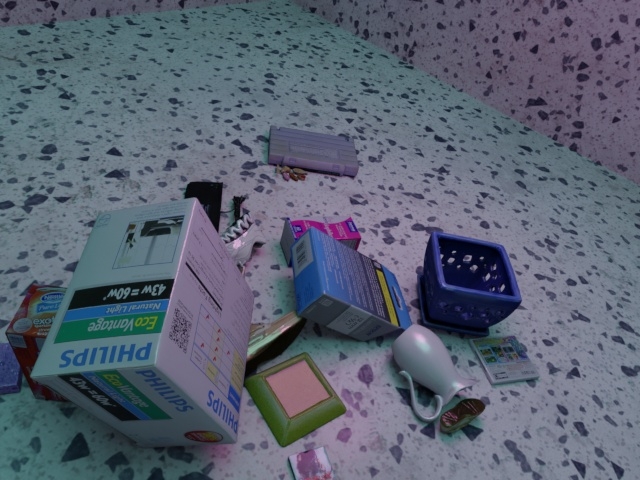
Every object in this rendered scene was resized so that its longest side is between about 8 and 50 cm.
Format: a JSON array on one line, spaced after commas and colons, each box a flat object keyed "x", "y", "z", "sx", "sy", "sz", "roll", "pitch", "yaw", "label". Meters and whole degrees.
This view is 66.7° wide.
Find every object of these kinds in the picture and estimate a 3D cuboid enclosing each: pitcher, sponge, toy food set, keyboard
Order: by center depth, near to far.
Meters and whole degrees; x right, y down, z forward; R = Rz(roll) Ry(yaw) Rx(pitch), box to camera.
[{"x": -0.750, "y": 0.279, "z": 1.029, "sx": 0.209, "sy": 0.031, "sz": 0.117, "roll": -4, "pitch": 44, "yaw": -20, "label": "sponge"}, {"x": 0.261, "y": 0.332, "z": 1.233, "sx": 0.177, "sy": 0.125, "sz": 0.207, "roll": -34, "pitch": 71, "yaw": -24, "label": "pitcher"}, {"x": -0.343, "y": -0.086, "z": 1.564, "sx": 0.201, "sy": 0.033, "sz": 0.317, "roll": 2, "pitch": 44, "yaw": -8, "label": "keyboard"}, {"x": -0.108, "y": -0.247, "z": 1.826, "sx": 0.122, "sy": 0.019, "sz": 0.078, "roll": 14, "pitch": 41, "yaw": -14, "label": "toy food set"}]

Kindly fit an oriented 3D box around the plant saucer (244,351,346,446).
[{"x": -0.057, "y": 0.356, "z": 1.149, "sx": 0.188, "sy": 0.045, "sz": 0.188, "roll": -18, "pitch": 51, "yaw": -32, "label": "plant saucer"}]

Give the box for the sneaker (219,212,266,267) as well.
[{"x": -0.267, "y": 0.041, "z": 1.394, "sx": 0.118, "sy": 0.110, "sz": 0.292, "roll": 51, "pitch": 55, "yaw": -10, "label": "sneaker"}]

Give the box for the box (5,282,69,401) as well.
[{"x": -0.521, "y": 0.218, "z": 0.995, "sx": 0.128, "sy": 0.257, "sz": 0.123, "roll": 9, "pitch": 44, "yaw": -6, "label": "box"}]

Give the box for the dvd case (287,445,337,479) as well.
[{"x": -0.011, "y": 0.502, "z": 1.026, "sx": 0.087, "sy": 0.013, "sz": 0.119, "roll": -6, "pitch": 46, "yaw": -23, "label": "dvd case"}]

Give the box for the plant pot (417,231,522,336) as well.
[{"x": 0.406, "y": 0.139, "z": 1.408, "sx": 0.235, "sy": 0.212, "sz": 0.236, "roll": 11, "pitch": 42, "yaw": -5, "label": "plant pot"}]

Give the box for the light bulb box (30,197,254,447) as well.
[{"x": -0.305, "y": 0.173, "z": 0.972, "sx": 0.225, "sy": 0.358, "sz": 0.361, "roll": -8, "pitch": 48, "yaw": 11, "label": "light bulb box"}]

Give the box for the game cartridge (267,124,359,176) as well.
[{"x": -0.031, "y": -0.355, "z": 1.940, "sx": 0.354, "sy": 0.068, "sz": 0.230, "roll": 7, "pitch": 45, "yaw": -10, "label": "game cartridge"}]

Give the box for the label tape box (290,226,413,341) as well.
[{"x": 0.088, "y": 0.141, "z": 1.359, "sx": 0.347, "sy": 0.115, "sz": 0.249, "roll": 30, "pitch": 32, "yaw": -32, "label": "label tape box"}]

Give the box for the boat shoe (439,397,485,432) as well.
[{"x": 0.344, "y": 0.430, "z": 1.193, "sx": 0.135, "sy": 0.045, "sz": 0.050, "roll": -13, "pitch": 40, "yaw": -24, "label": "boat shoe"}]

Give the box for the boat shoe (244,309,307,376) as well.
[{"x": -0.159, "y": 0.246, "z": 1.197, "sx": 0.302, "sy": 0.109, "sz": 0.098, "roll": -32, "pitch": 60, "yaw": -34, "label": "boat shoe"}]

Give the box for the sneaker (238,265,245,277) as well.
[{"x": -0.248, "y": 0.125, "z": 1.338, "sx": 0.064, "sy": 0.061, "sz": 0.158, "roll": 9, "pitch": 40, "yaw": 3, "label": "sneaker"}]

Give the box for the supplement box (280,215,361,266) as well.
[{"x": 0.000, "y": 0.000, "z": 1.513, "sx": 0.219, "sy": 0.114, "sz": 0.111, "roll": -2, "pitch": 43, "yaw": -22, "label": "supplement box"}]

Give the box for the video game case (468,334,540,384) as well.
[{"x": 0.517, "y": 0.334, "z": 1.374, "sx": 0.157, "sy": 0.019, "sz": 0.143, "roll": -2, "pitch": 44, "yaw": -18, "label": "video game case"}]
